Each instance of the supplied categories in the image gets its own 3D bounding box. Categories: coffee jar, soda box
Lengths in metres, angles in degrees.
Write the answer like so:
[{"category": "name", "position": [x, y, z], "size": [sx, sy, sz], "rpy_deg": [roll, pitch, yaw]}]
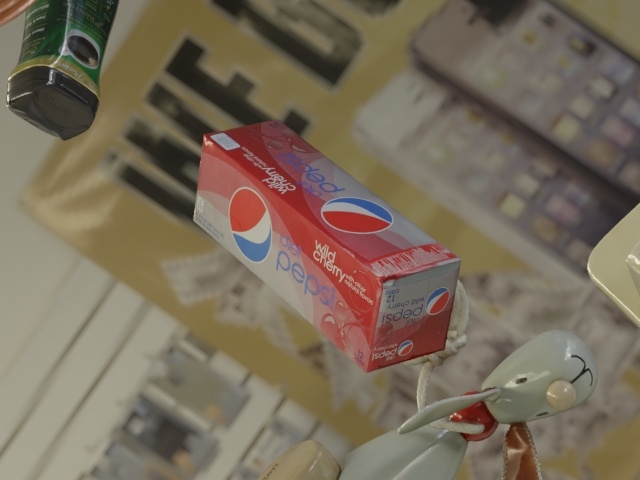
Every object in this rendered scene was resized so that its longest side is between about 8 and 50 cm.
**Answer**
[{"category": "coffee jar", "position": [-0.273, -0.201, 2.074], "size": [0.079, 0.096, 0.184], "rpy_deg": [-22, 48, 38]}, {"category": "soda box", "position": [0.000, 0.000, 1.623], "size": [0.083, 0.263, 0.092], "rpy_deg": [-13, -54, -34]}]

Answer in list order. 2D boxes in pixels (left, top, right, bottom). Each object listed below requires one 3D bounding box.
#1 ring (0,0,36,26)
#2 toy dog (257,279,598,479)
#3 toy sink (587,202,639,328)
[{"category": "ring", "position": [-0.299, -0.317, 1.483], "size": [0.032, 0.336, 0.336], "rpy_deg": [9, 52, 42]}, {"category": "toy dog", "position": [0.090, 0.208, 1.698], "size": [0.333, 0.220, 0.161], "rpy_deg": [-57, 15, 16]}, {"category": "toy sink", "position": [0.253, 0.015, 1.000], "size": [0.153, 0.234, 0.131], "rpy_deg": [-41, -30, -3]}]
